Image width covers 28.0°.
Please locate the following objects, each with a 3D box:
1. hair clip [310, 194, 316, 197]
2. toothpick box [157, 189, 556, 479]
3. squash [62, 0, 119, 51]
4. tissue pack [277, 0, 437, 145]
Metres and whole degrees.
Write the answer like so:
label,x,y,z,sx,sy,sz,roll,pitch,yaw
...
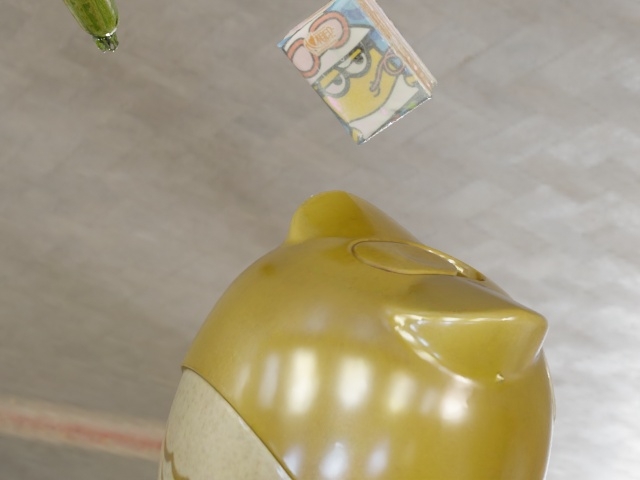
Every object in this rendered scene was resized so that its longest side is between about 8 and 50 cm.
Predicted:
label,x,y,z,sx,sy,sz,roll,pitch,yaw
hair clip,0.001,0.000,1.614,0.030,0.115,0.039,0,-175,0
toothpick box,0.047,0.200,1.365,0.409,0.425,0.409,16,-164,-5
squash,-0.330,-0.363,1.736,0.080,0.071,0.318,20,160,13
tissue pack,0.043,-0.201,1.469,0.115,0.065,0.155,-33,106,29
